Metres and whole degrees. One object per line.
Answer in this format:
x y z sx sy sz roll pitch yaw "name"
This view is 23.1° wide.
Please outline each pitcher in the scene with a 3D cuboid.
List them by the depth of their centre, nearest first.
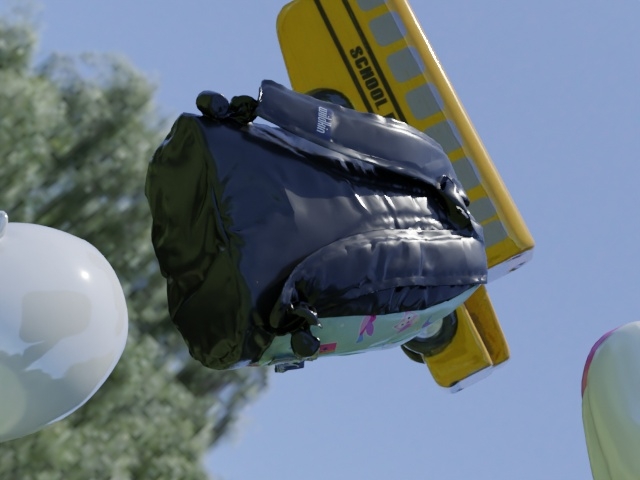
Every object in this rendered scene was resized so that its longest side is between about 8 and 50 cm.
-0.211 0.039 0.885 0.125 0.207 0.178 29 -58 35 "pitcher"

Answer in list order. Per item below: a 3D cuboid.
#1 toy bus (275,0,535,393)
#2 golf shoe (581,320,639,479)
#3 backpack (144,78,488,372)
0.071 -0.047 1.269 0.333 0.130 0.108 64 0 11 "toy bus"
0.224 0.140 0.717 0.140 0.115 0.306 95 -28 -51 "golf shoe"
0.000 0.000 0.863 0.115 0.182 0.152 -29 -112 48 "backpack"
